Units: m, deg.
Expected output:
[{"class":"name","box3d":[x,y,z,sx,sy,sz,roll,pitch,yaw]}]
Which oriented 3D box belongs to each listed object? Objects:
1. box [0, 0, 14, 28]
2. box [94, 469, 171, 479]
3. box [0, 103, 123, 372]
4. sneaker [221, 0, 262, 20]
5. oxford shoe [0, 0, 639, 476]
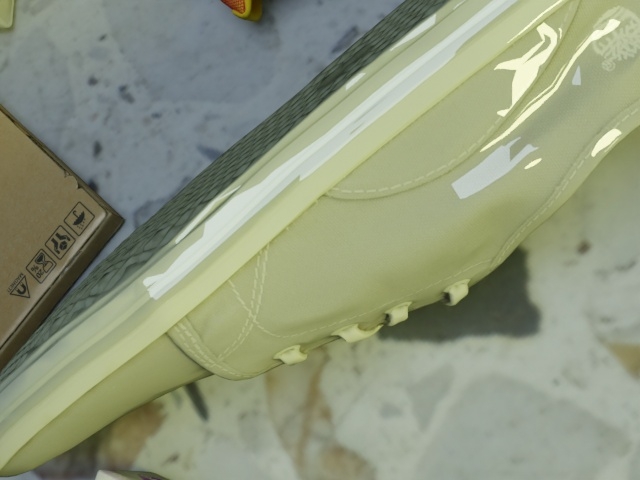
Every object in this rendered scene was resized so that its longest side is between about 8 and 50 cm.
[{"class":"box","box3d":[-0.371,-0.205,0.676,0.311,0.148,0.121,-2,77,17]},{"class":"box","box3d":[0.024,0.201,0.495,0.324,0.063,0.067,19,84,22]},{"class":"box","box3d":[-0.242,0.013,0.649,0.164,0.021,0.201,41,93,22]},{"class":"sneaker","box3d":[0.011,-0.194,0.597,0.175,0.064,0.067,-36,88,14]},{"class":"oxford shoe","box3d":[0.000,0.000,0.511,0.449,0.169,0.130,-37,105,10]}]
